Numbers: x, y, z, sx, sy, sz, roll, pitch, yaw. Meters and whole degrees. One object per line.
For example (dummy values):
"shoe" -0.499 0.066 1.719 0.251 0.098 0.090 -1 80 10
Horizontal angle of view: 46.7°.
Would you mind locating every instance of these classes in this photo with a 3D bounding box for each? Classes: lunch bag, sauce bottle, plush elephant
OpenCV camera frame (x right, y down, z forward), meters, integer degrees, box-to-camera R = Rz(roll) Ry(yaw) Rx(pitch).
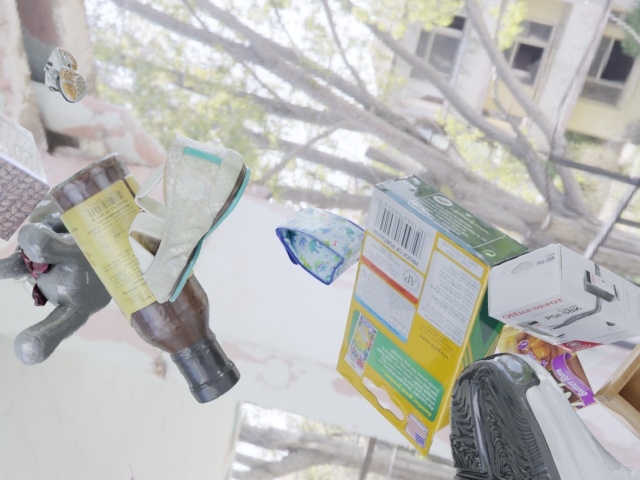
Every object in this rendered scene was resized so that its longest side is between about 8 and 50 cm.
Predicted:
"lunch bag" 0.000 0.000 1.456 0.129 0.151 0.096 -37 -19 -54
"sauce bottle" -0.221 0.057 0.976 0.345 0.111 0.111 61 -164 -10
"plush elephant" -0.559 0.053 1.518 0.330 0.255 0.272 -28 -55 -59

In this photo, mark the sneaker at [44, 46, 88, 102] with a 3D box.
"sneaker" -0.267 -0.164 0.774 0.037 0.031 0.083 -45 49 20

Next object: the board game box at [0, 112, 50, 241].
"board game box" -0.689 -0.169 1.458 0.141 0.232 0.291 -49 40 6

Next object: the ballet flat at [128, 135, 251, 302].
"ballet flat" -0.092 -0.013 0.463 0.168 0.052 0.057 -49 22 52

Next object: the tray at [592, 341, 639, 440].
"tray" 0.617 0.149 1.092 0.411 0.203 0.076 -45 -13 -8

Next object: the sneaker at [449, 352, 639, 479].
"sneaker" 0.301 0.273 0.685 0.448 0.257 0.169 66 159 -3

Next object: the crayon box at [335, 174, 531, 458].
"crayon box" 0.135 0.102 0.994 0.083 0.203 0.323 -17 -48 -36

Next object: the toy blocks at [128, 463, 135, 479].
"toy blocks" -0.249 0.516 1.081 0.260 0.308 0.289 -127 31 -75

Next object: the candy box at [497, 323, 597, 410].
"candy box" 0.359 0.199 1.189 0.187 0.109 0.053 61 -165 -23

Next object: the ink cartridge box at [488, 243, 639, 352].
"ink cartridge box" 0.258 0.065 0.784 0.099 0.135 0.056 -30 44 49
